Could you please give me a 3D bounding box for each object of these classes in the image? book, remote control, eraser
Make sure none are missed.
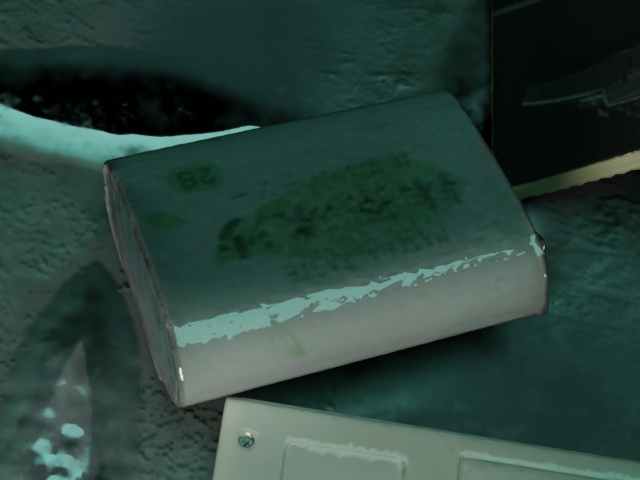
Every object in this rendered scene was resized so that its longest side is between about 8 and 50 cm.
[{"bbox_3d":[0.229,-0.221,1.050,0.028,0.262,0.374,31,52,-44],"label":"book"},{"bbox_3d":[0.073,0.166,0.915,0.277,0.055,0.103,9,63,-2],"label":"remote control"},{"bbox_3d":[0.000,0.000,0.959,0.227,0.081,0.174,-13,50,-16],"label":"eraser"}]
